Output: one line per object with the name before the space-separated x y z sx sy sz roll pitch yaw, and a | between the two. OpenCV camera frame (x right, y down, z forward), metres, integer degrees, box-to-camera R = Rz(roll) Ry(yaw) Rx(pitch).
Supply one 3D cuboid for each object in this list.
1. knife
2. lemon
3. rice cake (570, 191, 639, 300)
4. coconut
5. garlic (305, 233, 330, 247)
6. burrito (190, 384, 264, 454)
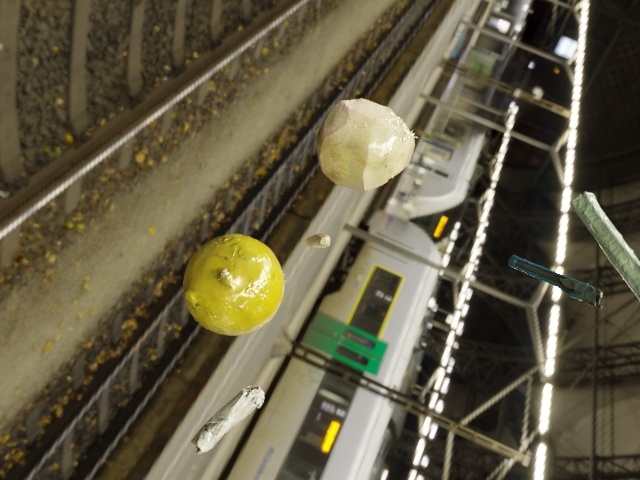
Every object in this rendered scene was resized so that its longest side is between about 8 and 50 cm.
knife | 0.561 0.094 1.738 0.296 0.026 0.044 28 -81 53
lemon | -0.144 0.076 1.229 0.206 0.173 0.174 24 90 -63
rice cake | 0.742 0.024 1.800 0.063 0.336 0.066 -39 153 25
coconut | 0.076 -0.190 1.421 0.194 0.194 0.194 24 90 -84
garlic | -0.001 0.001 2.026 0.083 0.053 0.041 -2 -93 59
burrito | -0.213 0.409 1.652 0.203 0.064 0.064 -39 166 -15
